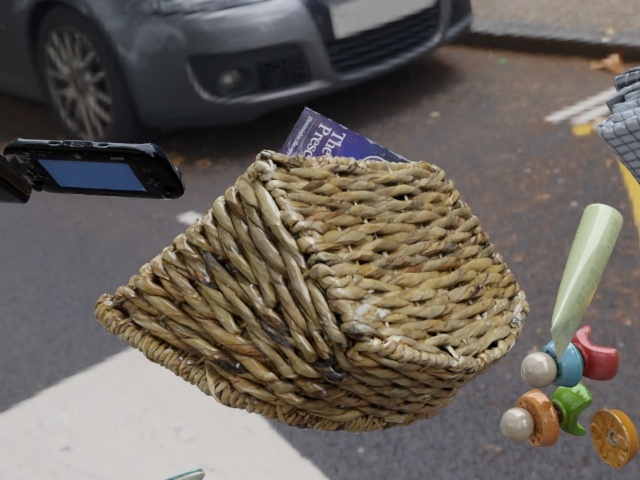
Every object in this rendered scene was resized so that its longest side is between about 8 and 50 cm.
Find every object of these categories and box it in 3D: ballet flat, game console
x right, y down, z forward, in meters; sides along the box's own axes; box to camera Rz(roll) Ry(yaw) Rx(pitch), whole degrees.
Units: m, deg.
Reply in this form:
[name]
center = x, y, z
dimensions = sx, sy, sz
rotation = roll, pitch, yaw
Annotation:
[ballet flat]
center = -0.263, 0.421, 1.822
dimensions = 0.168, 0.052, 0.057
rotation = -18, -16, 3
[game console]
center = -0.337, -0.090, 1.267
dimensions = 0.361, 0.044, 0.213
rotation = 3, -17, 15

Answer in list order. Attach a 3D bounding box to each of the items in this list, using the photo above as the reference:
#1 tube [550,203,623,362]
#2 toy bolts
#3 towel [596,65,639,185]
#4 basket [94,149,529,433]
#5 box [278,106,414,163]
[tube]
center = 0.381, 0.056, 1.634
dimensions = 0.062, 0.070, 0.240
rotation = -26, 33, 59
[toy bolts]
center = 0.415, 0.278, 1.878
dimensions = 0.158, 0.228, 0.218
rotation = -12, 29, -23
[towel]
center = 0.526, -0.147, 1.403
dimensions = 0.283, 0.235, 0.121
rotation = -18, 44, 40
[basket]
center = 0.010, 0.073, 0.937
dimensions = 0.223, 0.213, 0.299
rotation = -40, -20, 27
[box]
center = 0.000, 0.000, 1.349
dimensions = 0.184, 0.261, 0.103
rotation = 28, -9, 7
